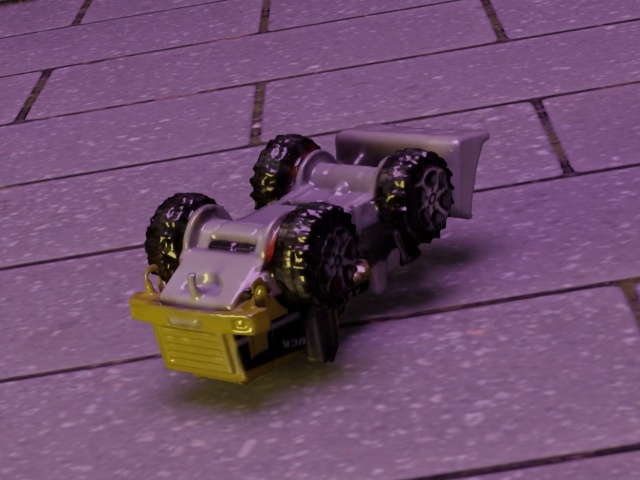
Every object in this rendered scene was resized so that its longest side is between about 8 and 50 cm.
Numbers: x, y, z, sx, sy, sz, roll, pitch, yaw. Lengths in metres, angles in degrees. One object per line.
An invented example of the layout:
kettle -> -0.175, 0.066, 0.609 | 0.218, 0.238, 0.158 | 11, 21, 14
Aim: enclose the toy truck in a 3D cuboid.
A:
toy truck -> 0.000, 0.000, 1.094 | 0.136, 0.111, 0.286 | 7, 25, 35
